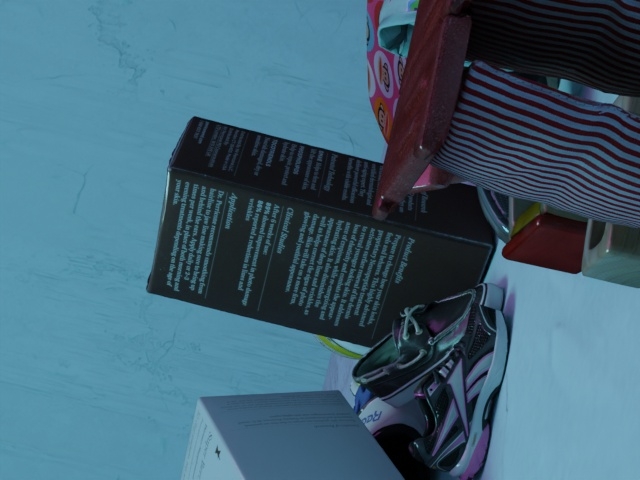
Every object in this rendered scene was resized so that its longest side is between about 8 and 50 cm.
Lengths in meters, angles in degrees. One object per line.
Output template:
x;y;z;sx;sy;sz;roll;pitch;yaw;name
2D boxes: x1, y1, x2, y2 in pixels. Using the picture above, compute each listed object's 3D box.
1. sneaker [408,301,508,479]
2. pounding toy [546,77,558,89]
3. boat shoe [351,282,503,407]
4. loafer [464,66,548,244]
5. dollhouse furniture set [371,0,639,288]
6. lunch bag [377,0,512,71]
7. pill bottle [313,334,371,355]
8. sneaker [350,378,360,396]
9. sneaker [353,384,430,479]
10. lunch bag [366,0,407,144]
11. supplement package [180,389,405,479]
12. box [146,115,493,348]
0.133;0.142;1.148;0.072;0.077;0.178;114;170;-71;sneaker
0.206;-0.177;1.258;0.130;0.100;0.141;142;141;-63;pounding toy
0.112;0.109;1.271;0.219;0.070;0.077;-47;19;39;boat shoe
0.182;-0.084;1.078;0.084;0.096;0.267;81;-176;-50;loafer
0.131;-0.039;0.729;0.374;0.201;0.152;114;169;-73;dollhouse furniture set
0.160;-0.264;0.996;0.262;0.160;0.223;8;84;58;lunch bag
0.067;0.079;1.704;0.334;0.188;0.188;123;160;-82;pill bottle
0.100;0.205;1.686;0.208;0.081;0.094;-116;47;-76;sneaker
0.055;0.314;1.397;0.182;0.127;0.315;-77;3;-66;sneaker
0.128;-0.241;1.483;0.258;0.120;0.293;-120;21;-46;lunch bag
-0.015;0.306;1.188;0.293;0.175;0.177;48;130;53;supplement package
0.000;0.000;1.408;0.143;0.381;0.191;-76;1;-55;box
